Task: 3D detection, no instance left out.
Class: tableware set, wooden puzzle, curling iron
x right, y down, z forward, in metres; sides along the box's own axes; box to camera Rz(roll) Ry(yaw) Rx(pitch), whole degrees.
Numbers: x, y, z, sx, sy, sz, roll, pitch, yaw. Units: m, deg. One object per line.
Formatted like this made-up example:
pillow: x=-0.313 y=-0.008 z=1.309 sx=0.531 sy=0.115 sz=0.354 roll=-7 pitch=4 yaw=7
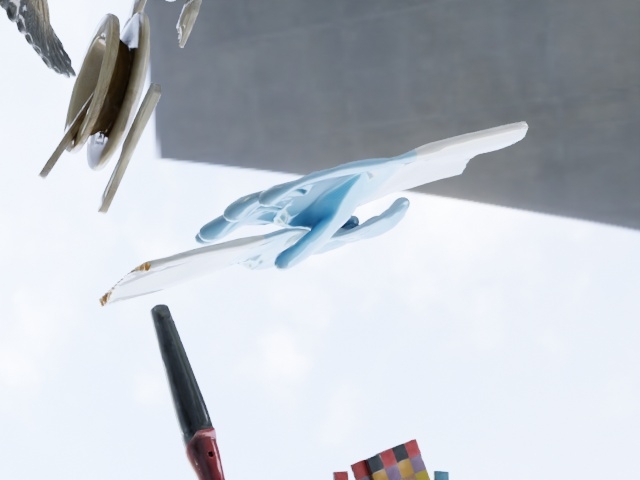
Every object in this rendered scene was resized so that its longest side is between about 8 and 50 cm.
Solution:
tableware set: x=-0.095 y=-0.121 z=0.847 sx=0.039 sy=0.128 sz=0.194 roll=17 pitch=-58 yaw=-19
wooden puzzle: x=0.045 y=0.150 z=1.020 sx=0.006 sy=0.083 sz=0.049 roll=-25 pitch=-95 yaw=55
curling iron: x=-0.106 y=0.174 z=1.424 sx=0.035 sy=0.068 sz=0.274 roll=-28 pitch=-120 yaw=27

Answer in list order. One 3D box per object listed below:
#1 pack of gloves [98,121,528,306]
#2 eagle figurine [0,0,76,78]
pack of gloves: x=0.000 y=0.000 z=1.087 sx=0.195 sy=0.232 sz=0.046 roll=-37 pitch=-108 yaw=53
eagle figurine: x=-0.301 y=-0.321 z=1.553 sx=0.298 sy=0.225 sz=0.226 roll=29 pitch=-74 yaw=-8
